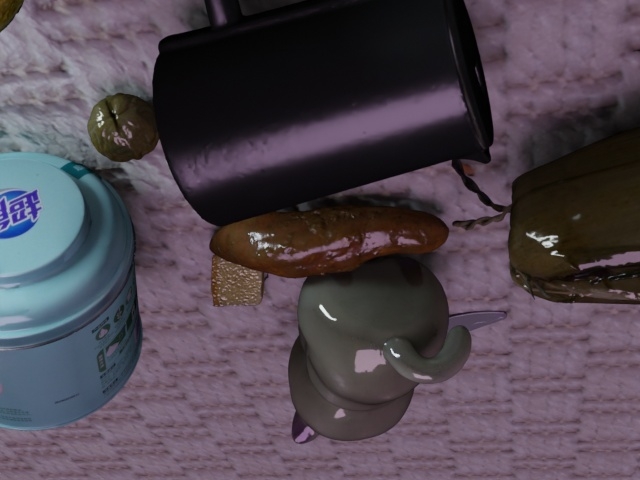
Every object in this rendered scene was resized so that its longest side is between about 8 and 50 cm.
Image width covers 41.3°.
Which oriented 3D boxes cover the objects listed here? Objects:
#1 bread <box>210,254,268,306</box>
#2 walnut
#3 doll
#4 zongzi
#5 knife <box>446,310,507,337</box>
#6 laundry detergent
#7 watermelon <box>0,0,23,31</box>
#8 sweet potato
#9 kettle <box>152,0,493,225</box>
[{"bbox_3d":[-0.121,0.056,1.295,0.084,0.080,0.109,1,-175,-2],"label":"bread"},{"bbox_3d":[-0.234,-0.134,1.015,0.092,0.092,0.092,3,143,3],"label":"walnut"},{"bbox_3d":[0.062,0.163,1.269,0.215,0.225,0.370,-12,156,-20],"label":"doll"},{"bbox_3d":[0.456,0.036,1.034,0.500,0.218,0.467,-19,136,29],"label":"zongzi"},{"bbox_3d":[0.187,0.155,1.388,0.244,0.032,0.058,-28,123,30],"label":"knife"},{"bbox_3d":[-0.382,0.057,1.114,0.288,0.287,0.305,8,143,-3],"label":"laundry detergent"},{"bbox_3d":[-0.348,-0.255,0.711,0.189,0.330,0.331,42,131,-20],"label":"watermelon"},{"bbox_3d":[-0.008,0.001,1.146,0.355,0.095,0.106,-4,-177,18],"label":"sweet potato"},{"bbox_3d":[0.004,-0.175,0.879,0.308,0.262,0.203,-13,174,18],"label":"kettle"}]
